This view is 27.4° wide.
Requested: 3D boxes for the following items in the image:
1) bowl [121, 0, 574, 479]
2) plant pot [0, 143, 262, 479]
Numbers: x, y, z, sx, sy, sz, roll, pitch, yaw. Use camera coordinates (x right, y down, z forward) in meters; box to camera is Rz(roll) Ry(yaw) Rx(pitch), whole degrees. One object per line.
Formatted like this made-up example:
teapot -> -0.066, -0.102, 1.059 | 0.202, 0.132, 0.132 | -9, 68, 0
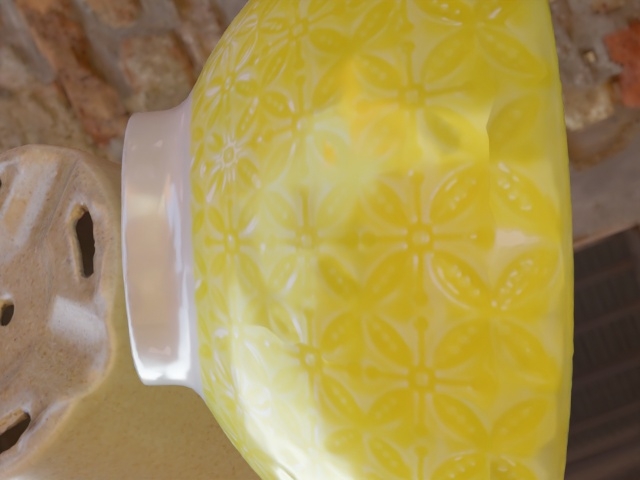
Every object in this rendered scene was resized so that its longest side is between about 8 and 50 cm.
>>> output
bowl -> 0.000, 0.000, 0.556 | 0.289, 0.156, 0.289 | 178, 90, -88
plant pot -> -0.115, 0.086, 0.913 | 0.305, 0.334, 0.333 | 27, -142, -47
